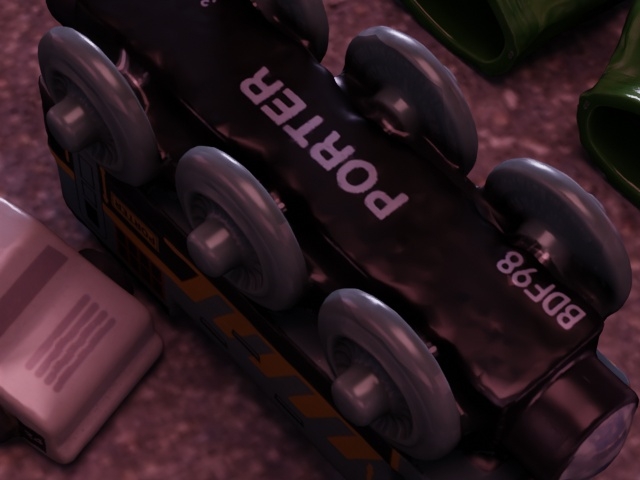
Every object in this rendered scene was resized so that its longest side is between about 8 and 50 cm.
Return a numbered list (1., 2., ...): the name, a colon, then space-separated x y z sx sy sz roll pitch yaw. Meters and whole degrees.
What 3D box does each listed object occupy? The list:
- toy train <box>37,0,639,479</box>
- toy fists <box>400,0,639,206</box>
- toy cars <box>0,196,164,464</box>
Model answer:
1. toy train: 0.000 0.000 0.765 0.142 0.190 0.334 -38 66 -22
2. toy fists: 0.168 -0.128 0.918 0.279 0.096 0.142 41 63 20
3. toy cars: -0.140 0.101 0.757 0.176 0.087 0.394 -12 61 -12
